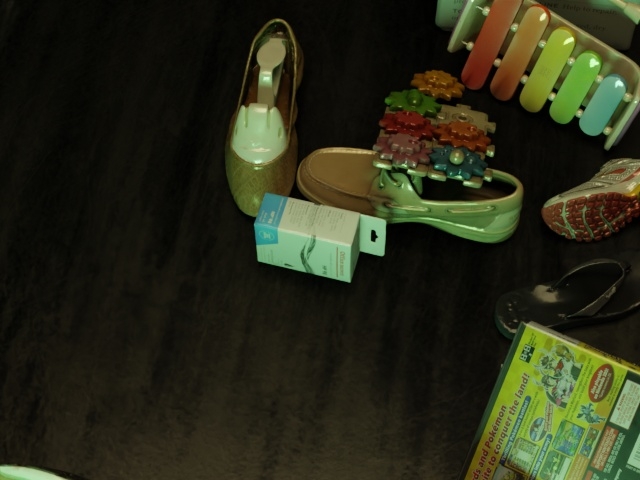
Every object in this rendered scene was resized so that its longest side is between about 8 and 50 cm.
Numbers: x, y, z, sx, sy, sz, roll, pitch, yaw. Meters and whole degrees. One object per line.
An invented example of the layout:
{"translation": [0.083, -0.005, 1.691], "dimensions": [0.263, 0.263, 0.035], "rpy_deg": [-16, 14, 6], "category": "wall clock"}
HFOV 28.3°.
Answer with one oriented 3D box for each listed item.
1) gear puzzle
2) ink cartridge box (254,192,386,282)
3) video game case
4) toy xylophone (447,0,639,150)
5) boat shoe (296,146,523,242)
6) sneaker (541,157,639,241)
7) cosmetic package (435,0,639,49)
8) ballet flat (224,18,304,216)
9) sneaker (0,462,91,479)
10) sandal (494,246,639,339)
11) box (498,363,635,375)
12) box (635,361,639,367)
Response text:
{"translation": [0.180, -0.187, 1.903], "dimensions": [0.175, 0.044, 0.339], "rpy_deg": [12, 32, 2], "category": "gear puzzle"}
{"translation": [0.000, 0.000, 1.827], "dimensions": [0.180, 0.104, 0.060], "rpy_deg": [13, 59, 9], "category": "ink cartridge box"}
{"translation": [0.319, 0.271, 1.593], "dimensions": [0.248, 0.035, 0.275], "rpy_deg": [23, 100, 18], "category": "video game case"}
{"translation": [0.359, -0.295, 1.942], "dimensions": [0.322, 0.236, 0.081], "rpy_deg": [28, 45, 17], "category": "toy xylophone"}
{"translation": [0.132, -0.091, 1.879], "dimensions": [0.341, 0.110, 0.122], "rpy_deg": [10, 59, 7], "category": "boat shoe"}
{"translation": [0.433, -0.067, 1.888], "dimensions": [0.225, 0.088, 0.093], "rpy_deg": [-16, 39, -9], "category": "sneaker"}
{"translation": [0.372, -0.564, 2.006], "dimensions": [0.327, 0.394, 0.329], "rpy_deg": [8, 58, 6], "category": "cosmetic package"}
{"translation": [-0.082, -0.204, 1.945], "dimensions": [0.116, 0.124, 0.342], "rpy_deg": [6, 58, 5], "category": "ballet flat"}
{"translation": [-0.287, 0.400, 1.572], "dimensions": [0.410, 0.158, 0.182], "rpy_deg": [20, 78, 18], "category": "sneaker"}
{"translation": [0.372, 0.076, 1.804], "dimensions": [0.254, 0.054, 0.097], "rpy_deg": [-21, 60, -12], "category": "sandal"}
{"translation": [0.340, 0.238, 1.714], "dimensions": [0.186, 0.038, 0.145], "rpy_deg": [0, 58, 2], "category": "box"}
{"translation": [0.567, 0.188, 1.663], "dimensions": [0.307, 0.076, 0.242], "rpy_deg": [-34, 73, -32], "category": "box"}
